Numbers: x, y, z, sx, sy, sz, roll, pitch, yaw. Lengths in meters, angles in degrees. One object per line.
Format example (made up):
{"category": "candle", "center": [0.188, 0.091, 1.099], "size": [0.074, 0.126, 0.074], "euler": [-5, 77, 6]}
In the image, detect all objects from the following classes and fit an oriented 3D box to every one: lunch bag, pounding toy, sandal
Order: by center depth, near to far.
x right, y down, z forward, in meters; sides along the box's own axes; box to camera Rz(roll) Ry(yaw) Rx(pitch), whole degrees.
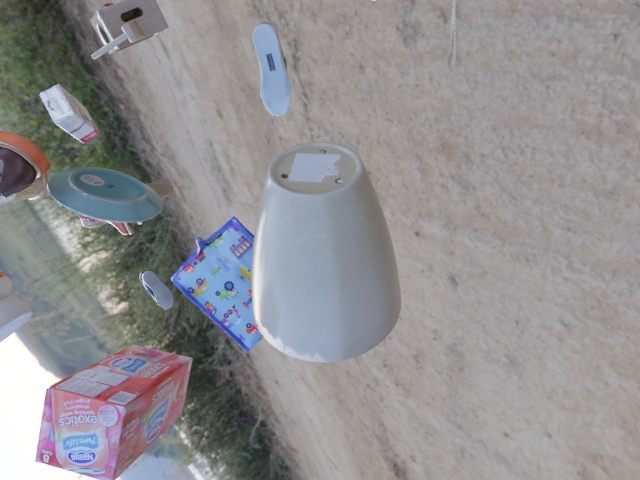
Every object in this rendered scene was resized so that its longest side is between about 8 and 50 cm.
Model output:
{"category": "pounding toy", "center": [-0.439, -0.476, 1.019], "size": [0.206, 0.181, 0.094], "euler": [23, 142, 55]}
{"category": "lunch bag", "center": [-0.216, 0.101, 1.199], "size": [0.293, 0.221, 0.138], "euler": [48, 175, -25]}
{"category": "sandal", "center": [-0.491, -0.074, 1.203], "size": [0.088, 0.240, 0.079], "euler": [33, 137, 32]}

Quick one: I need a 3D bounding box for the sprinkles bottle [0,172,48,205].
{"category": "sprinkles bottle", "center": [-0.781, -0.119, 1.008], "size": [0.121, 0.355, 0.121], "euler": [5, 106, 17]}

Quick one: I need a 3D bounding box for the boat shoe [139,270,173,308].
{"category": "boat shoe", "center": [-0.450, 0.135, 1.271], "size": [0.038, 0.046, 0.125], "euler": [2, 131, 48]}

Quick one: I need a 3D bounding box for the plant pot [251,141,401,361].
{"category": "plant pot", "center": [0.000, 0.000, 0.710], "size": [0.256, 0.256, 0.274], "euler": [33, 145, 33]}

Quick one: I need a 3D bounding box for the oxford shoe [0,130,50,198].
{"category": "oxford shoe", "center": [-0.558, -0.117, 0.724], "size": [0.271, 0.098, 0.097], "euler": [6, 142, 24]}

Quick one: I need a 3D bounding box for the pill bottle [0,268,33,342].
{"category": "pill bottle", "center": [-1.001, 0.115, 1.255], "size": [0.392, 0.224, 0.224], "euler": [48, 152, -6]}

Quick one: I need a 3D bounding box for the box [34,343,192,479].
{"category": "box", "center": [-0.394, 0.325, 0.934], "size": [0.154, 0.142, 0.300], "euler": [12, -177, 5]}

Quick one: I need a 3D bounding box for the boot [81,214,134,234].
{"category": "boot", "center": [-0.512, -0.060, 1.096], "size": [0.158, 0.084, 0.059], "euler": [47, 166, 1]}

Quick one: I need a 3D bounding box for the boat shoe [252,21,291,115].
{"category": "boat shoe", "center": [-0.114, -0.424, 1.155], "size": [0.078, 0.070, 0.219], "euler": [-4, 120, 6]}

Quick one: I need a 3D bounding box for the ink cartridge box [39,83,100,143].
{"category": "ink cartridge box", "center": [-0.730, -0.368, 1.362], "size": [0.109, 0.063, 0.150], "euler": [58, 176, 8]}

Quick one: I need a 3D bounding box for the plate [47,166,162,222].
{"category": "plate", "center": [-0.372, -0.090, 0.818], "size": [0.188, 0.188, 0.024], "euler": [38, 118, 27]}
